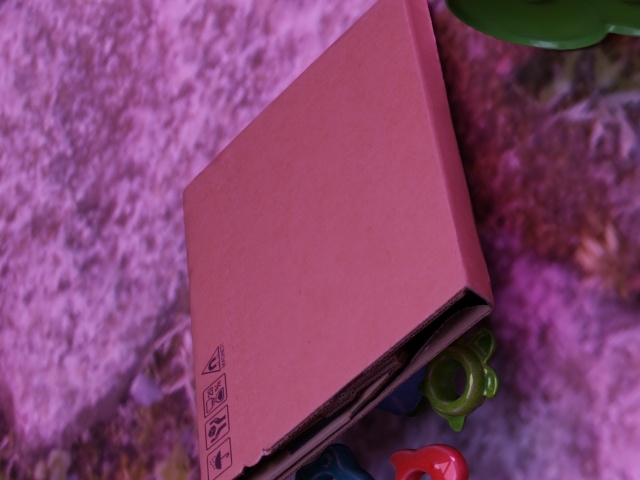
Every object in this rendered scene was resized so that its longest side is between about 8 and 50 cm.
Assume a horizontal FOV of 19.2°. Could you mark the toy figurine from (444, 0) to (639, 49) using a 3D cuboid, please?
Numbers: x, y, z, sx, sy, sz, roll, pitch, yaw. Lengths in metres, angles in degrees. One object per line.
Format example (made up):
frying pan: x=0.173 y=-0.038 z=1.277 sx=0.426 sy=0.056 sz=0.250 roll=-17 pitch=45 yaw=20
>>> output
toy figurine: x=0.125 y=-0.173 z=0.759 sx=0.173 sy=0.130 sz=0.159 roll=-20 pitch=53 yaw=65

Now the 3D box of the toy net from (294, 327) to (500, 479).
toy net: x=0.011 y=0.126 z=0.840 sx=0.122 sy=0.045 sz=0.232 roll=32 pitch=106 yaw=40

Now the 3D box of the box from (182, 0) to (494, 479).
box: x=0.000 y=0.000 z=0.835 sx=0.164 sy=0.021 sz=0.201 roll=-42 pitch=35 yaw=28
